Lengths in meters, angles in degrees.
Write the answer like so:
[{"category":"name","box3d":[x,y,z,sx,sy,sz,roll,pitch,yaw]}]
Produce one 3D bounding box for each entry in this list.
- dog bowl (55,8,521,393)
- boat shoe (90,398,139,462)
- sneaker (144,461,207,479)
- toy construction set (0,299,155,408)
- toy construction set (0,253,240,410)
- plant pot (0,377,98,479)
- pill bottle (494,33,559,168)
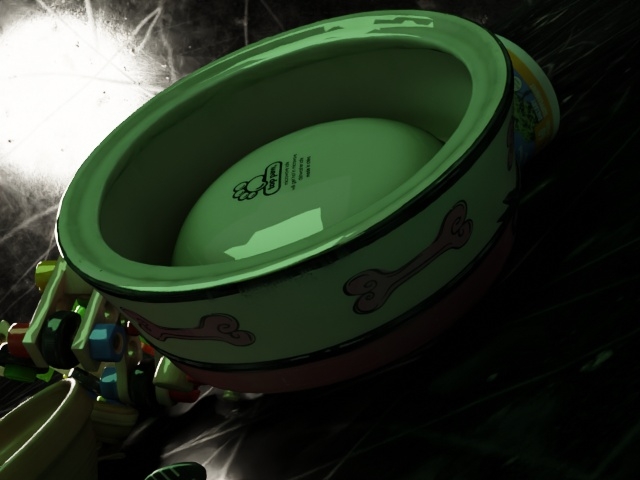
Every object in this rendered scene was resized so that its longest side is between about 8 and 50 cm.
[{"category":"dog bowl","box3d":[-0.012,-0.033,1.189,0.408,0.150,0.408,-17,33,11]},{"category":"boat shoe","box3d":[-0.275,0.226,1.542,0.285,0.105,0.089,149,135,-67]},{"category":"sneaker","box3d":[-0.138,0.213,1.156,0.109,0.040,0.044,-33,6,21]},{"category":"toy construction set","box3d":[-0.324,0.137,1.727,0.151,0.215,0.328,-67,-21,7]},{"category":"toy construction set","box3d":[-0.184,0.041,1.440,0.309,0.257,0.237,-6,68,45]},{"category":"plant pot","box3d":[-0.297,0.251,1.341,0.237,0.109,0.237,-37,10,8]},{"category":"pill bottle","box3d":[0.111,-0.088,1.447,0.272,0.152,0.152,-40,9,-23]}]
